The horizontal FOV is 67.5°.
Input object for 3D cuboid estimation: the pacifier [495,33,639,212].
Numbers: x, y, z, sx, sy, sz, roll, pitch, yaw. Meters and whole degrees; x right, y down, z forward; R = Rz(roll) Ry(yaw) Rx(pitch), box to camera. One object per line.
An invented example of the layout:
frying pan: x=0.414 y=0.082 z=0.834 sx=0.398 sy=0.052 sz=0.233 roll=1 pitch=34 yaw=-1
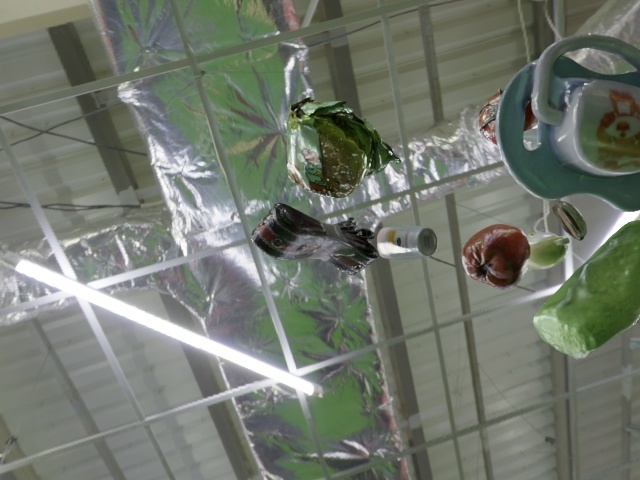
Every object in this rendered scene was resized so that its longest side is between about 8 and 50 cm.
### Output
pacifier: x=0.362 y=-0.153 z=0.685 sx=0.279 sy=0.207 sz=0.227 roll=8 pitch=-97 yaw=-8

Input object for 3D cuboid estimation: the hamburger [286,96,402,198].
hamburger: x=0.038 y=-0.174 z=0.946 sx=0.235 sy=0.214 sz=0.125 roll=29 pitch=-114 yaw=9

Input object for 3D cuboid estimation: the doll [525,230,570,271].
doll: x=0.481 y=0.035 z=1.160 sx=0.142 sy=0.296 sz=0.117 roll=-4 pitch=-110 yaw=-22

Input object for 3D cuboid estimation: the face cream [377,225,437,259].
face cream: x=0.202 y=0.004 z=1.158 sx=0.058 sy=0.198 sz=0.084 roll=-3 pitch=-91 yaw=-22

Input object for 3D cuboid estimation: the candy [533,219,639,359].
candy: x=0.593 y=0.095 z=0.978 sx=0.344 sy=0.132 sz=0.142 roll=-37 pitch=-111 yaw=-18

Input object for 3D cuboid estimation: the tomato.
tomato: x=0.510 y=-0.327 z=1.279 sx=0.168 sy=0.167 sz=0.167 roll=-4 pitch=-70 yaw=-10

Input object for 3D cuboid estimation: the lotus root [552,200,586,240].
lotus root: x=0.483 y=-0.040 z=0.922 sx=0.030 sy=0.037 sz=0.083 roll=-33 pitch=-87 yaw=-2

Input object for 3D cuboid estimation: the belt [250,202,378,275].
belt: x=0.000 y=0.000 z=1.079 sx=0.094 sy=0.126 sz=0.360 roll=-39 pitch=-29 yaw=29

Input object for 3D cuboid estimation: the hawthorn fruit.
hawthorn fruit: x=0.372 y=0.027 z=1.007 sx=0.138 sy=0.133 sz=0.132 roll=-35 pitch=-63 yaw=-35
